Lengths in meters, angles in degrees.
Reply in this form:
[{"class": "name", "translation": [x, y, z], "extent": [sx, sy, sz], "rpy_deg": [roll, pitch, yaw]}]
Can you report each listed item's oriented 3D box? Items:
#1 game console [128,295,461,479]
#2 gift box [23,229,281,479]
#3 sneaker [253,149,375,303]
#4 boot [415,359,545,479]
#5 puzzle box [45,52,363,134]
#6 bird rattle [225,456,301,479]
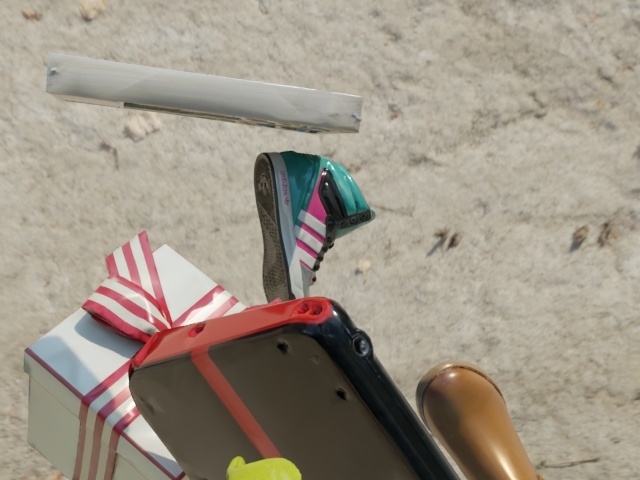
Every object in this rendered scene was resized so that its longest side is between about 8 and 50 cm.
[{"class": "game console", "translation": [0.014, 0.224, 0.739], "extent": [0.060, 0.342, 0.386], "rpy_deg": [-44, 105, -37]}, {"class": "gift box", "translation": [-0.187, 0.163, 1.047], "extent": [0.255, 0.258, 0.276], "rpy_deg": [33, 50, 9]}, {"class": "sneaker", "translation": [0.000, 0.000, 1.362], "extent": [0.178, 0.124, 0.295], "rpy_deg": [-10, 103, -25]}, {"class": "boot", "translation": [0.158, 0.199, 0.720], "extent": [0.073, 0.152, 0.197], "rpy_deg": [-34, 120, 3]}, {"class": "puzzle box", "translation": [-0.168, -0.200, 1.236], "extent": [0.409, 0.272, 0.052], "rpy_deg": [6, 95, -13]}, {"class": "bird rattle", "translation": [-0.132, 0.211, 0.480], "extent": [0.253, 0.207, 0.143], "rpy_deg": [-9, 98, -38]}]
